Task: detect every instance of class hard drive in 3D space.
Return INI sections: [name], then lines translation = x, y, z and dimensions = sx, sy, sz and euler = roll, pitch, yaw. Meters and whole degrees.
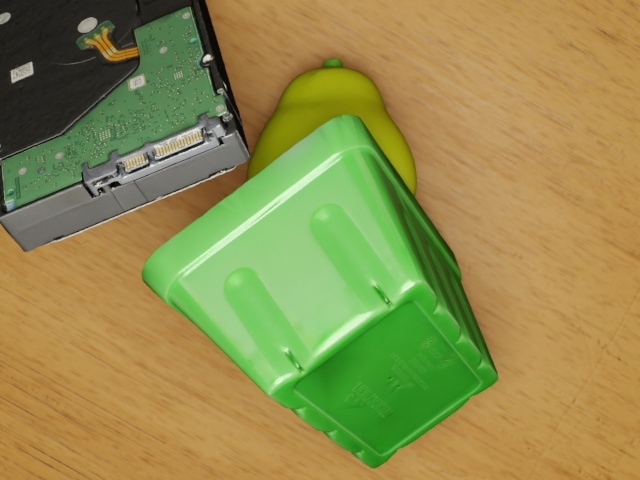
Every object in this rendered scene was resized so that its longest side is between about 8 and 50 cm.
[hard drive]
translation = -0.214, -0.163, 1.146
dimensions = 0.237, 0.339, 0.064
euler = -23, 138, 4

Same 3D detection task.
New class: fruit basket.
[fruit basket]
translation = 0.000, 0.000, 1.164
dimensions = 0.283, 0.392, 0.392
euler = -37, 94, 4
